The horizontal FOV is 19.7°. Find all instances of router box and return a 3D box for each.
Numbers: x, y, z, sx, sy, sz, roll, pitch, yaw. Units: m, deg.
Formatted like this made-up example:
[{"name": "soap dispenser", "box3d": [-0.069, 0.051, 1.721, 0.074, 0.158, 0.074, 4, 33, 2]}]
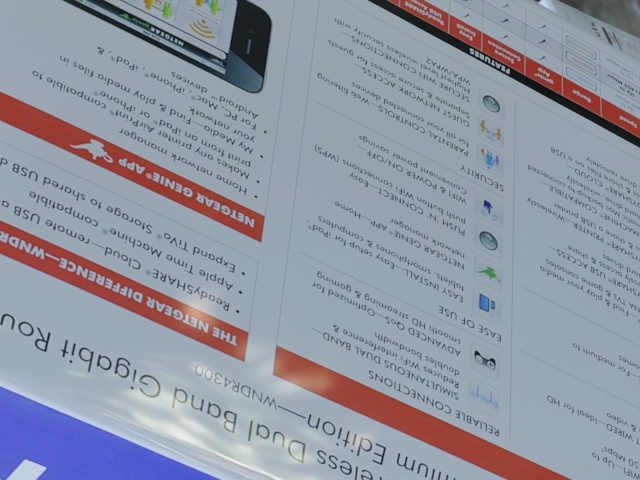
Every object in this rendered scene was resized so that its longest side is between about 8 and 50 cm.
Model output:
[{"name": "router box", "box3d": [0.000, 0.000, 0.687, 0.335, 0.301, 0.082, 26, 135, -20]}]

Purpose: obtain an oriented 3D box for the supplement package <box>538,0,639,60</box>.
[{"name": "supplement package", "box3d": [0.144, 0.010, 1.248, 0.262, 0.145, 0.204, -45, 45, 32]}]
